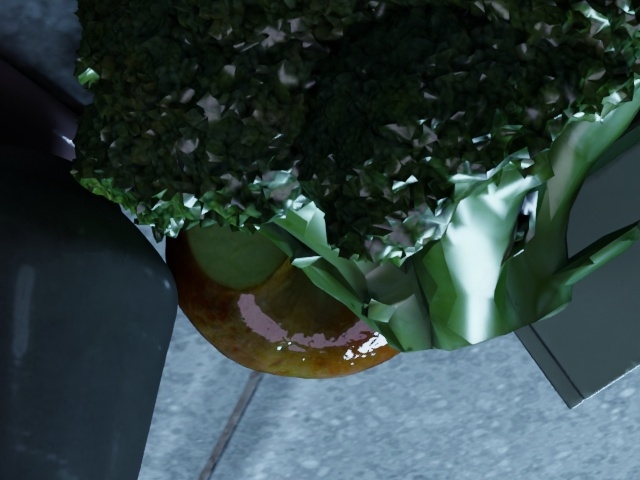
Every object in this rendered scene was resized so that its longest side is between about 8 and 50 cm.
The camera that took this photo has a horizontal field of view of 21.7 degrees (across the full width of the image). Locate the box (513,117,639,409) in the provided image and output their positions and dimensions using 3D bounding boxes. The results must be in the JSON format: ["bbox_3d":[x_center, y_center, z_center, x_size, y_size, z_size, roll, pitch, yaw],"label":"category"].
[{"bbox_3d":[0.235,-0.031,1.058,0.225,0.117,0.225,-37,178,24],"label":"box"}]

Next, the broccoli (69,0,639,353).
[{"bbox_3d":[0.041,-0.101,0.802,0.413,0.310,0.321,-11,157,22],"label":"broccoli"}]

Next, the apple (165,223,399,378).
[{"bbox_3d":[0.000,0.000,1.053,0.195,0.173,0.160,-8,139,-1],"label":"apple"}]

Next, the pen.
[{"bbox_3d":[-0.186,-0.074,1.013,0.053,0.032,0.197,-30,142,20],"label":"pen"}]

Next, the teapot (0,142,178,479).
[{"bbox_3d":[-0.258,0.157,0.944,0.376,0.362,0.305,-13,159,21],"label":"teapot"}]
